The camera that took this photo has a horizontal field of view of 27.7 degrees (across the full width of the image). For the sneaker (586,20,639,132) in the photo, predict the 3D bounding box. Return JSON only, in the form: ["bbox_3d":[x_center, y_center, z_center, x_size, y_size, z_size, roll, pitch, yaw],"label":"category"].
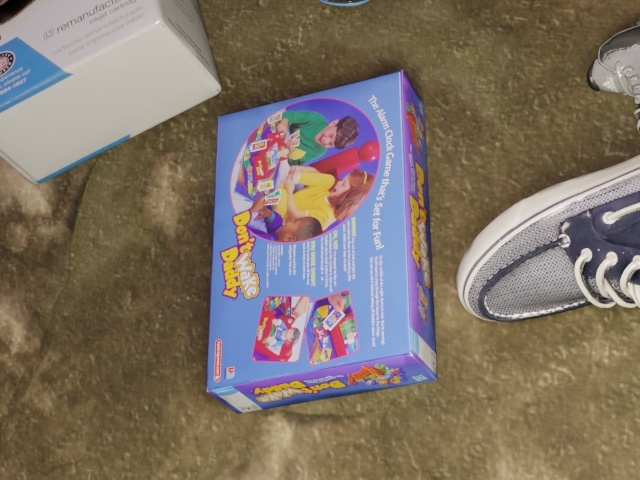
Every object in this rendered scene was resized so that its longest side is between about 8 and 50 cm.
[{"bbox_3d":[0.334,-0.143,1.347,0.132,0.086,0.228,3,55,33],"label":"sneaker"}]

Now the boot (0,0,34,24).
[{"bbox_3d":[-0.363,-0.403,1.635,0.248,0.090,0.207,-38,65,2],"label":"boot"}]

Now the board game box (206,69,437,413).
[{"bbox_3d":[0.000,0.000,1.429,0.233,0.078,0.347,-11,60,21],"label":"board game box"}]

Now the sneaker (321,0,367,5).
[{"bbox_3d":[0.075,-0.347,1.579,0.188,0.078,0.067,-22,56,16],"label":"sneaker"}]

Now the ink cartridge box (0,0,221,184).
[{"bbox_3d":[-0.325,-0.316,1.706,0.285,0.166,0.395,-26,55,12],"label":"ink cartridge box"}]

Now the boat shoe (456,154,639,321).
[{"bbox_3d":[0.285,0.018,1.213,0.340,0.127,0.158,-31,36,21],"label":"boat shoe"}]
